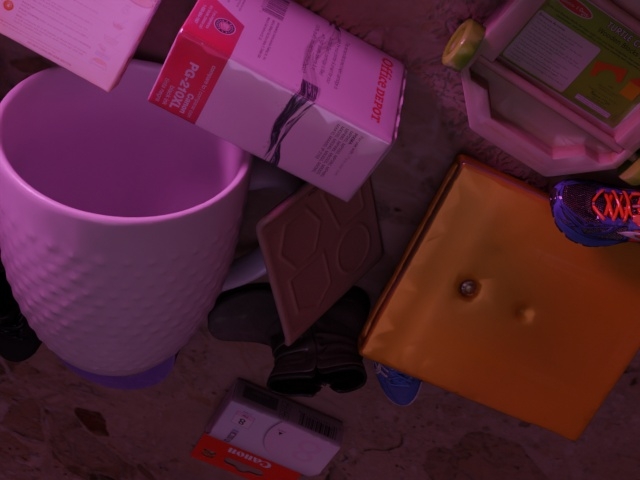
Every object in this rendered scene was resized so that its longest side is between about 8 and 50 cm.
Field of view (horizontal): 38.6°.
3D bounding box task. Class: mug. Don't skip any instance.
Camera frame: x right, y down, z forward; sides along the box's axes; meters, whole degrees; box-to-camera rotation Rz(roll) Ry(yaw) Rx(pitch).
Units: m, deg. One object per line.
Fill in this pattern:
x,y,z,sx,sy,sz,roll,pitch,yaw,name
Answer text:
-0.192,-0.009,1.098,0.374,0.276,0.328,-8,139,-23,mug

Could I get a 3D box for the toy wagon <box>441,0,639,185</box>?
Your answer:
0.306,-0.211,0.940,0.267,0.068,0.344,30,127,-14,toy wagon

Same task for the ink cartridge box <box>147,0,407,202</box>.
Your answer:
-0.038,-0.169,0.971,0.237,0.172,0.100,27,129,-11,ink cartridge box

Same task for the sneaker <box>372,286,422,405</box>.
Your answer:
0.105,0.160,1.271,0.080,0.081,0.211,0,128,11,sneaker

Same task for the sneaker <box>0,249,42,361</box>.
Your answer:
-0.434,0.086,1.284,0.109,0.130,0.286,16,131,-5,sneaker

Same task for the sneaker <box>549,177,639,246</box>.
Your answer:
0.368,-0.033,1.049,0.221,0.083,0.087,10,158,-10,sneaker

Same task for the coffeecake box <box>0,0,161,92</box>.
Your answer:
-0.237,-0.272,0.950,0.142,0.068,0.185,28,104,-12,coffeecake box

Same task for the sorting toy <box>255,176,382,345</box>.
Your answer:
0.000,0.000,1.108,0.038,0.193,0.208,24,139,33,sorting toy

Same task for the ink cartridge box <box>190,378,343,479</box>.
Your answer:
-0.095,0.339,1.475,0.189,0.066,0.232,25,125,-10,ink cartridge box

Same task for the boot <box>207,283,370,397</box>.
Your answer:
-0.054,0.138,1.231,0.247,0.161,0.083,-6,127,16,boot

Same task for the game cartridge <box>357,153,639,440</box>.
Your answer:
0.250,0.080,1.147,0.324,0.052,0.285,23,110,-11,game cartridge

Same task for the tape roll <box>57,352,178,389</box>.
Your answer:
-0.291,0.124,1.320,0.189,0.080,0.189,5,130,6,tape roll
